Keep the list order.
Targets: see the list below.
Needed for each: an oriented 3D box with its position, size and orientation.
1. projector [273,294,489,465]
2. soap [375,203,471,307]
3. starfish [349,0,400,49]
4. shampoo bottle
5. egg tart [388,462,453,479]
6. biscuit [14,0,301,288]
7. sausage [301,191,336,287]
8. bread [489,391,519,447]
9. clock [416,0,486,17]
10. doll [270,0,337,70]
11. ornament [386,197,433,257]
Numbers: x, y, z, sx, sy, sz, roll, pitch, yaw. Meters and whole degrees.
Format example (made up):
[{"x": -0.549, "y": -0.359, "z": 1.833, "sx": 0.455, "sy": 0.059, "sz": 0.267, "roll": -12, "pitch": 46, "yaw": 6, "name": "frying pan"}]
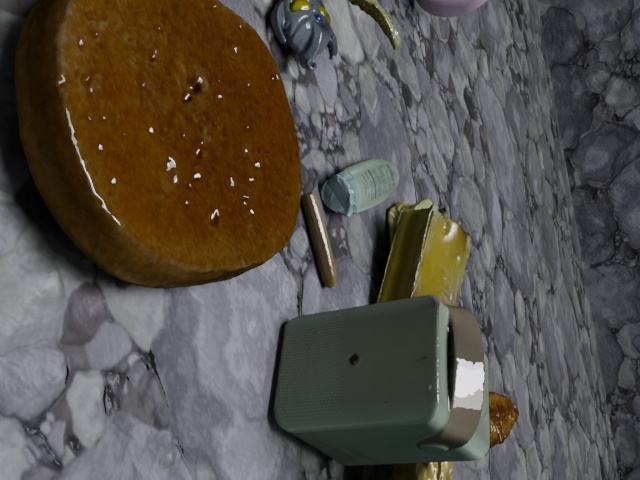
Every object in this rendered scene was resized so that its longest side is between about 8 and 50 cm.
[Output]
[{"x": 0.089, "y": 0.173, "z": 0.933, "sx": 0.177, "sy": 0.242, "sz": 0.163, "roll": 44, "pitch": 42, "yaw": -47, "name": "projector"}, {"x": 0.160, "y": 0.073, "z": 1.220, "sx": 0.135, "sy": 0.076, "sz": 0.233, "roll": 37, "pitch": 63, "yaw": -43, "name": "soap"}, {"x": -0.010, "y": -0.442, "z": 1.066, "sx": 0.358, "sy": 0.078, "sz": 0.347, "roll": 34, "pitch": 50, "yaw": -38, "name": "starfish"}, {"x": 0.065, "y": -0.084, "z": 1.183, "sx": 0.212, "sy": 0.049, "sz": 0.072, "roll": -24, "pitch": 104, "yaw": -63, "name": "shampoo bottle"}, {"x": 0.137, "y": 0.340, "z": 1.081, "sx": 0.279, "sy": 0.095, "sz": 0.279, "roll": 5, "pitch": 90, "yaw": -77, "name": "egg tart"}, {"x": -0.142, "y": -0.126, "z": 0.780, "sx": 0.394, "sy": 0.070, "sz": 0.350, "roll": 7, "pitch": 73, "yaw": -62, "name": "biscuit"}, {"x": 0.000, "y": 0.000, "z": 1.056, "sx": 0.024, "sy": 0.024, "sz": 0.132, "roll": -29, "pitch": 106, "yaw": -61, "name": "sausage"}, {"x": 0.303, "y": 0.335, "z": 1.465, "sx": 0.233, "sy": 0.076, "sz": 0.105, "roll": 11, "pitch": 59, "yaw": -54, "name": "bread"}, {"x": 0.267, "y": -0.548, "z": 1.564, "sx": 0.068, "sy": 0.197, "sz": 0.197, "roll": 33, "pitch": 52, "yaw": -55, "name": "clock"}, {"x": -0.024, "y": -0.317, "z": 1.081, "sx": 0.104, "sy": 0.062, "sz": 0.194, "roll": 29, "pitch": 49, "yaw": -58, "name": "doll"}, {"x": 0.155, "y": 0.042, "z": 1.308, "sx": 0.180, "sy": 0.059, "sz": 0.201, "roll": -35, "pitch": 114, "yaw": -55, "name": "ornament"}]
